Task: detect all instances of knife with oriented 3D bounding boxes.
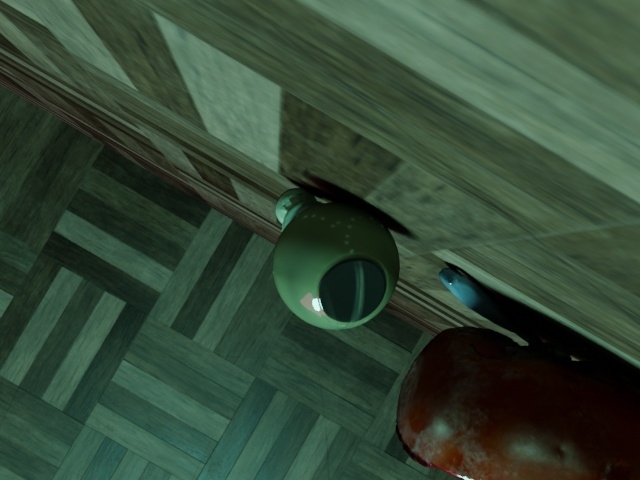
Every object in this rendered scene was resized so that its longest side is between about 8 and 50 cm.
[{"bbox_3d":[0.163,0.073,0.790,0.044,0.019,0.313,37,-178,35],"label":"knife"}]

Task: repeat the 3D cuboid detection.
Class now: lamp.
[{"bbox_3d":[0.000,0.000,0.667,0.091,0.091,0.163,32,-167,-27],"label":"lamp"}]

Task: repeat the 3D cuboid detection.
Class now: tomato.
[{"bbox_3d":[0.169,0.124,0.709,0.227,0.101,0.228,11,-172,-2],"label":"tomato"}]
